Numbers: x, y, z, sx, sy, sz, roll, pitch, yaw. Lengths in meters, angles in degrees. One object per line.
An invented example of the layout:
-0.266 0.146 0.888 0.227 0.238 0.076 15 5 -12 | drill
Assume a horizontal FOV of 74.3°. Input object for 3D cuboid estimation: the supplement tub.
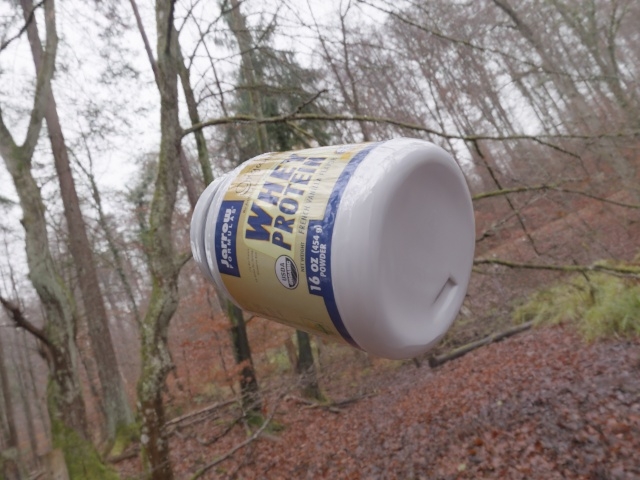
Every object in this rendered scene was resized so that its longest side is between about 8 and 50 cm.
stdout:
0.000 0.000 0.529 0.316 0.229 0.228 5 12 45 | supplement tub
